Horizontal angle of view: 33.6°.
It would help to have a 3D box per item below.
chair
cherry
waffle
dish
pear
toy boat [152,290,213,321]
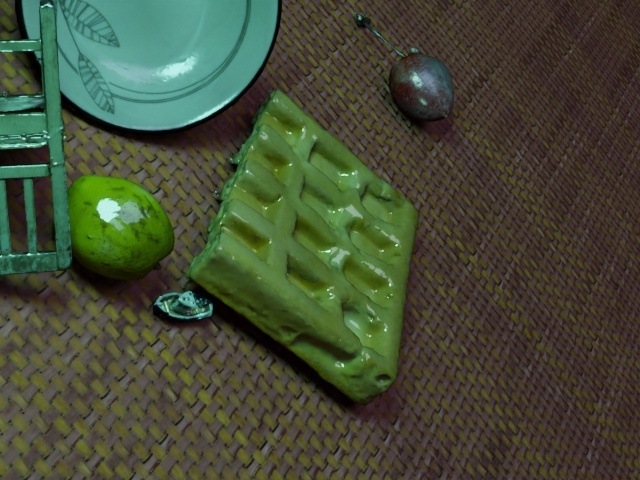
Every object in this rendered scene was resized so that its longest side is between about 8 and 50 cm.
[{"bbox_3d":[-0.328,-0.114,1.078,0.136,0.147,0.270,-5,108,-14],"label":"chair"},{"bbox_3d":[0.140,-0.279,1.682,0.107,0.090,0.225,-14,66,-35],"label":"cherry"},{"bbox_3d":[-0.001,0.001,1.356,0.304,0.077,0.348,37,41,-23],"label":"waffle"},{"bbox_3d":[-0.207,-0.287,1.263,0.316,0.316,0.106,26,11,-30],"label":"dish"},{"bbox_3d":[-0.221,-0.012,1.143,0.131,0.107,0.107,41,43,-7],"label":"pear"},{"bbox_3d":[-0.156,0.073,1.202,0.083,0.038,0.038,0,65,-45],"label":"toy boat"}]
